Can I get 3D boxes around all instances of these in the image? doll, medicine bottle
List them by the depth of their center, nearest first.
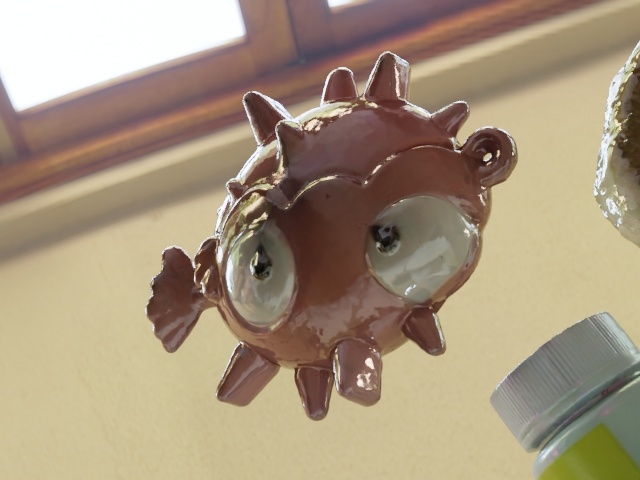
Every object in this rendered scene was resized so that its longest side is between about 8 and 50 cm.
[{"bbox_3d":[0.000,0.000,0.723,0.262,0.093,0.211,-17,-116,32],"label":"doll"},{"bbox_3d":[0.245,0.178,0.954,0.139,0.139,0.225,-29,-111,-17],"label":"medicine bottle"}]

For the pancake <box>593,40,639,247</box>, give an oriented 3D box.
[{"bbox_3d":[0.152,-0.040,0.356,0.151,0.025,0.152,-13,-135,14],"label":"pancake"}]
